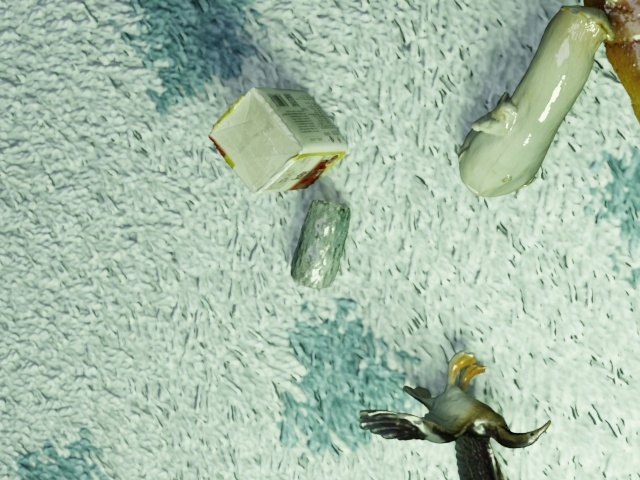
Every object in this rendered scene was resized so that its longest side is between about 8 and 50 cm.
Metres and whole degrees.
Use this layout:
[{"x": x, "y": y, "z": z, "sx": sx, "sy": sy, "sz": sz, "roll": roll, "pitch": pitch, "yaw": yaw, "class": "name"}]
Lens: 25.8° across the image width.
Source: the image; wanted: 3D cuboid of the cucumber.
[{"x": 0.000, "y": 0.002, "z": 1.763, "sx": 0.064, "sy": 0.064, "sz": 0.112, "roll": 17, "pitch": 100, "yaw": 20, "class": "cucumber"}]

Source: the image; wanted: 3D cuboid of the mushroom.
[{"x": 0.246, "y": -0.154, "z": 1.609, "sx": 0.099, "sy": 0.096, "sz": 0.278, "roll": 32, "pitch": 129, "yaw": 3, "class": "mushroom"}]

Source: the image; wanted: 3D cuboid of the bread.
[{"x": 0.384, "y": -0.211, "z": 1.579, "sx": 0.124, "sy": 0.084, "sz": 0.344, "roll": -23, "pitch": 86, "yaw": 22, "class": "bread"}]

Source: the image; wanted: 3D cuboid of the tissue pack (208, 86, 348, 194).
[{"x": -0.051, "y": -0.122, "z": 1.728, "sx": 0.099, "sy": 0.148, "sz": 0.106, "roll": -42, "pitch": 78, "yaw": 20, "class": "tissue pack"}]

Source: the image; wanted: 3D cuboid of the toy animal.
[{"x": 0.175, "y": 0.208, "z": 1.661, "sx": 0.197, "sy": 0.272, "sz": 0.160, "roll": -28, "pitch": 47, "yaw": 26, "class": "toy animal"}]
